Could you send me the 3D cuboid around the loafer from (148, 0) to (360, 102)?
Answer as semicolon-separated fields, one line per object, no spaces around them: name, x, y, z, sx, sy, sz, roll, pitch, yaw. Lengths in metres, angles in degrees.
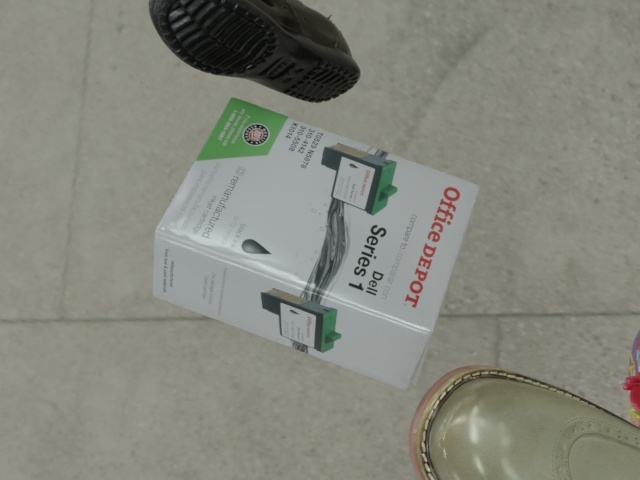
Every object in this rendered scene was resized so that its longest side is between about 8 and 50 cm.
loafer;-0.057;-0.179;0.853;0.080;0.220;0.078;-28;62;29

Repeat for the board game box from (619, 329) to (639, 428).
board game box;0.269;0.154;0.855;0.033;0.133;0.168;-4;75;-2

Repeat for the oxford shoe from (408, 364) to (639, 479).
oxford shoe;0.234;0.207;0.630;0.397;0.146;0.140;35;78;-5

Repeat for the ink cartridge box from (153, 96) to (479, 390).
ink cartridge box;0.000;0.000;0.816;0.219;0.092;0.160;19;53;5
